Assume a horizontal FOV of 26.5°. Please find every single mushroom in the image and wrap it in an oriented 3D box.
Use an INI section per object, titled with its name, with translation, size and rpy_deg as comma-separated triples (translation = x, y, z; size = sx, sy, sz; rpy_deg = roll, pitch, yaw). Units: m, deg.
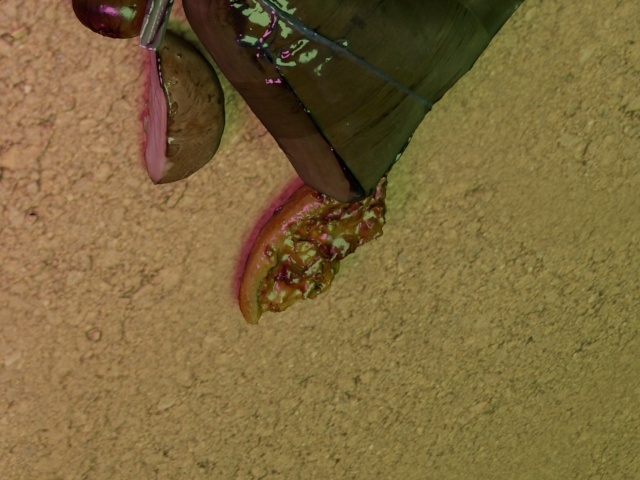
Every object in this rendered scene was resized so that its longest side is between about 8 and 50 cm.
[mushroom]
translation = -0.156, -0.149, 1.551
size = 0.094, 0.072, 0.210
rpy_deg = -19, 136, -31

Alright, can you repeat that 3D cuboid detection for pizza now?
[pizza]
translation = 0.000, 0.000, 1.782
size = 0.161, 0.086, 0.305
rpy_deg = 17, 118, -43

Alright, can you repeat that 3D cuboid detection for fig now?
[fig]
translation = -0.213, -0.259, 1.413
size = 0.082, 0.084, 0.098
rpy_deg = 22, 73, -37

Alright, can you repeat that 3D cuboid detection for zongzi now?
[zongzi]
translation = 0.056, -0.282, 1.511
size = 0.393, 0.174, 0.356
rpy_deg = -45, 133, -4

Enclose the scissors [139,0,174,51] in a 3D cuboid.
[scissors]
translation = -0.147, -0.292, 1.374
size = 0.101, 0.027, 0.205
rpy_deg = -22, 129, -80
